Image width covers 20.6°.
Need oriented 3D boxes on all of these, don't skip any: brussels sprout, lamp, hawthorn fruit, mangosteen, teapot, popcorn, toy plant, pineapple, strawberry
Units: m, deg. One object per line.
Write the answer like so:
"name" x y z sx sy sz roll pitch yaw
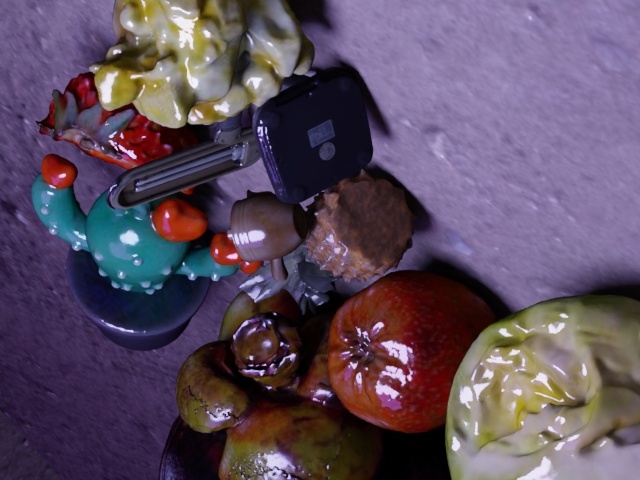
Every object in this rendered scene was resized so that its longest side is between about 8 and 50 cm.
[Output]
"brussels sprout" 0.270 0.207 1.659 0.344 0.268 0.344 29 150 19
"lamp" -0.094 -0.095 1.754 0.283 0.203 0.124 7 124 61
"hawthorn fruit" 0.113 0.117 1.886 0.179 0.200 0.179 4 96 49
"mangosteen" -0.027 0.265 2.131 0.421 0.381 0.381 57 155 -16
"teapot" -0.047 -0.006 1.797 0.080 0.085 0.110 -10 137 21
"popcorn" -0.118 -0.190 1.605 0.187 0.185 0.167 19 -154 -53
"toy plant" -0.236 0.019 2.224 0.279 0.185 0.400 42 164 7
"pineapple" 0.000 0.000 1.894 0.130 0.119 0.277 54 155 -3
"strawberry" -0.205 -0.133 2.000 0.190 0.111 0.236 18 176 22
